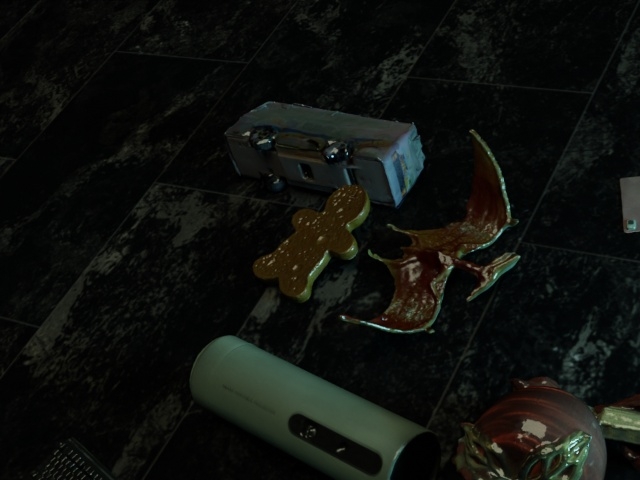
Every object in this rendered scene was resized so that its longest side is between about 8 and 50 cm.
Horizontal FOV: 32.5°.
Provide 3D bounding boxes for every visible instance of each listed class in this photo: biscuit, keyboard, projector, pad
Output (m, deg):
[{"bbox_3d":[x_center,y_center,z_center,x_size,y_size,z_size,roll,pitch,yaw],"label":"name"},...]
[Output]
[{"bbox_3d":[0.000,0.000,1.626,0.138,0.031,0.205,29,74,43],"label":"biscuit"},{"bbox_3d":[-0.293,0.338,1.422,0.230,0.025,0.093,27,63,40],"label":"keyboard"},{"bbox_3d":[-0.014,0.222,1.370,0.337,0.108,0.108,21,57,37],"label":"projector"},{"bbox_3d":[0.513,-0.061,1.522,0.188,0.006,0.113,-6,44,16],"label":"pad"}]

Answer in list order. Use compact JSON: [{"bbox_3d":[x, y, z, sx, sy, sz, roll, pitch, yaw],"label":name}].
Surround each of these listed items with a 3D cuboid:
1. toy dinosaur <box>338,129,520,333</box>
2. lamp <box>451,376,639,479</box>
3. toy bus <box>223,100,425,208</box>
[{"bbox_3d":[0.146,0.011,1.519,0.327,0.113,0.206,-31,43,-8],"label":"toy dinosaur"},{"bbox_3d":[0.264,0.224,1.222,0.215,0.151,0.223,13,50,27],"label":"lamp"},{"bbox_3d":[0.004,-0.144,1.742,0.317,0.112,0.138,16,49,33],"label":"toy bus"}]
